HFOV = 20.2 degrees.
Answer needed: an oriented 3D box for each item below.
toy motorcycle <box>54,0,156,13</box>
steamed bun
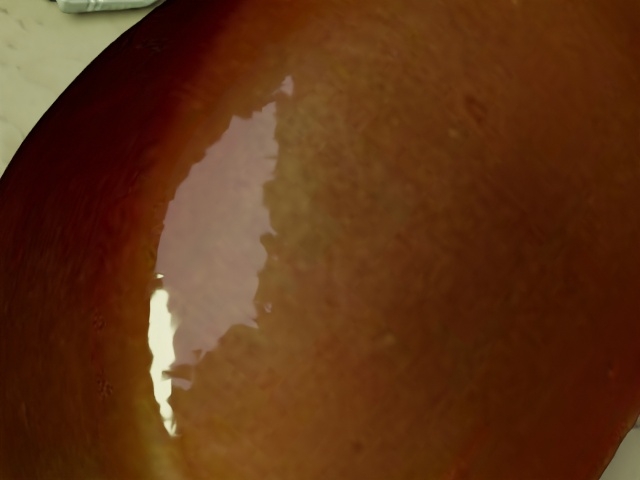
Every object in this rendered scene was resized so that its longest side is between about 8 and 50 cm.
[{"bbox_3d":[-0.117,-0.180,0.922,0.254,0.112,0.112,-9,67,-21],"label":"toy motorcycle"},{"bbox_3d":[0.000,0.000,0.776,0.248,0.235,0.379,45,63,-18],"label":"steamed bun"}]
